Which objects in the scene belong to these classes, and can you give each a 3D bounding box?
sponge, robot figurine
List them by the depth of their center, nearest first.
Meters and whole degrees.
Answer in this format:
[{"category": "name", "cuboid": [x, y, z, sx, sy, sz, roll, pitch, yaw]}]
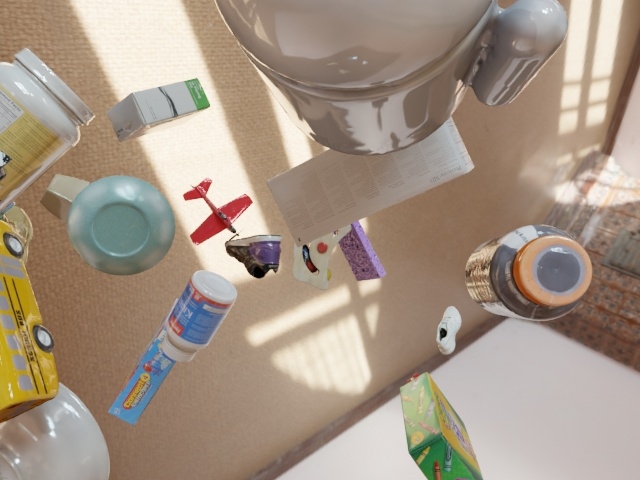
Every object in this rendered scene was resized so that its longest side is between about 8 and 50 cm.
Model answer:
[{"category": "robot figurine", "cuboid": [0.034, -0.188, 0.424, 0.353, 0.300, 0.199, 31, 79, -79]}, {"category": "sponge", "cuboid": [0.109, 0.023, 1.611, 0.031, 0.117, 0.210, -31, 98, -32]}]

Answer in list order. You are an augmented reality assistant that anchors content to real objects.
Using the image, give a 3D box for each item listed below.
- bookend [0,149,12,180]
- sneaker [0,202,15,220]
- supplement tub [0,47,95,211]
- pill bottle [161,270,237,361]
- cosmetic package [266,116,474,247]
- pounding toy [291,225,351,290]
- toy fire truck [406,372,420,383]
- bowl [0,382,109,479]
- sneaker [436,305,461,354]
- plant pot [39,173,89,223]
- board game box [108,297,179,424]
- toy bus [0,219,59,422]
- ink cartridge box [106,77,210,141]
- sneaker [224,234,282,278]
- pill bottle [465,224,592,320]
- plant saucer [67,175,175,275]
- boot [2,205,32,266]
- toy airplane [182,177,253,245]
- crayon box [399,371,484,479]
[{"category": "bookend", "cuboid": [-0.694, -0.100, 1.059, 0.156, 0.072, 0.157, -55, -173, -29]}, {"category": "sneaker", "cuboid": [-0.955, -0.128, 1.413, 0.319, 0.127, 0.208, -18, 102, -61]}, {"category": "supplement tub", "cuboid": [-0.717, -0.250, 1.218, 0.331, 0.241, 0.241, -47, 139, -10]}, {"category": "pill bottle", "cuboid": [-0.313, 0.196, 1.345, 0.124, 0.124, 0.221, 12, 116, -50]}, {"category": "cosmetic package", "cuboid": [0.057, -0.082, 0.663, 0.098, 0.239, 0.060, 66, 27, -2]}, {"category": "pounding toy", "cuboid": [0.000, 0.000, 1.487, 0.155, 0.154, 0.269, 149, -56, -86]}, {"category": "toy fire truck", "cuboid": [0.305, 0.450, 1.543, 0.047, 0.135, 0.192, -41, 160, 1]}, {"category": "bowl", "cuboid": [-0.573, 0.428, 1.045, 0.134, 0.298, 0.297, -33, 137, -62]}, {"category": "sneaker", "cuboid": [0.367, 0.248, 1.530, 0.061, 0.054, 0.152, 53, 43, -35]}, {"category": "plant pot", "cuboid": [-0.794, -0.138, 1.642, 0.096, 0.109, 0.109, 30, 132, -25]}, {"category": "board game box", "cuboid": [-0.511, 0.365, 1.667, 0.086, 0.308, 0.301, 33, 93, -12]}, {"category": "toy bus", "cuboid": [-0.535, 0.120, 0.857, 0.108, 0.332, 0.130, -26, 165, 2]}, {"category": "ink cartridge box", "cuboid": [-0.416, -0.336, 1.371, 0.208, 0.153, 0.086, -33, 104, -45]}, {"category": "sneaker", "cuboid": [-0.215, 0.056, 1.620, 0.107, 0.283, 0.124, 1, 84, -32]}, {"category": "pill bottle", "cuboid": [0.294, 0.047, 0.763, 0.130, 0.131, 0.245, -60, 173, -3]}, {"category": "plant saucer", "cuboid": [-0.373, -0.024, 0.999, 0.195, 0.037, 0.194, -3, 101, -15]}, {"category": "boot", "cuboid": [-0.983, -0.051, 1.648, 0.095, 0.261, 0.203, -10, 143, -9]}, {"category": "toy airplane", "cuboid": [-0.211, -0.065, 1.063, 0.151, 0.151, 0.028, -45, 174, -20]}, {"category": "crayon box", "cuboid": [0.256, 0.422, 1.144, 0.081, 0.165, 0.278, -35, -173, 11]}]
